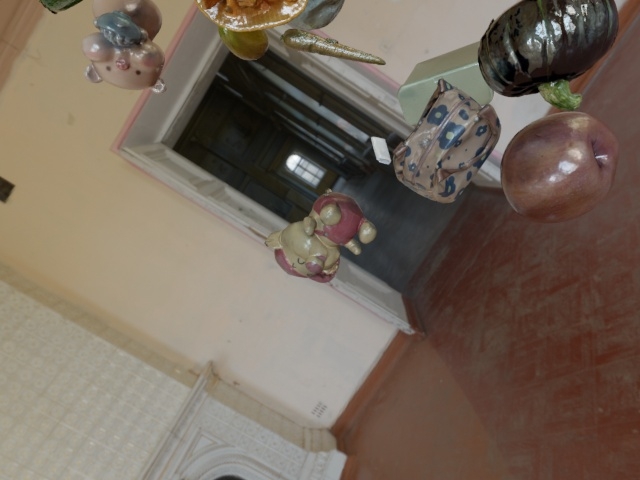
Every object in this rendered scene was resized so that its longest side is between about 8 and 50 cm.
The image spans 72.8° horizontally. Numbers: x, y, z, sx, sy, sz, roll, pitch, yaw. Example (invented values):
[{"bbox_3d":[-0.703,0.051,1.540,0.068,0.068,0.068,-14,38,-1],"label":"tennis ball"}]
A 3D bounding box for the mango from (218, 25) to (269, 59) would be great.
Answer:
[{"bbox_3d":[-0.257,-0.675,1.449,0.099,0.136,0.227,-13,6,29],"label":"mango"}]

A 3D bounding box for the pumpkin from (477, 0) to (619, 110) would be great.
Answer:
[{"bbox_3d":[0.524,-0.431,1.021,0.295,0.296,0.296,-57,6,10],"label":"pumpkin"}]

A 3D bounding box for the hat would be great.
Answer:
[{"bbox_3d":[-0.150,-0.527,0.795,0.233,0.244,0.233,-49,3,8],"label":"hat"}]

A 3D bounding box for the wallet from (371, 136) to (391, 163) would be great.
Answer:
[{"bbox_3d":[0.226,-0.339,1.628,0.025,0.061,0.122,126,147,-44],"label":"wallet"}]

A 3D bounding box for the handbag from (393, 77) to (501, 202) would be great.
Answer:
[{"bbox_3d":[0.289,-0.226,1.008,0.251,0.190,0.193,-57,-23,9],"label":"handbag"}]

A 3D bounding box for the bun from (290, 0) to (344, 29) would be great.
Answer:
[{"bbox_3d":[-0.020,-0.885,1.419,0.362,0.212,0.361,-17,-70,-59],"label":"bun"}]

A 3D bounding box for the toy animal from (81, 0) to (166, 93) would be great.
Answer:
[{"bbox_3d":[-0.529,-0.545,1.176,0.229,0.210,0.221,112,155,-57],"label":"toy animal"}]

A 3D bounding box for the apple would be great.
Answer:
[{"bbox_3d":[0.636,-0.193,1.154,0.235,0.306,0.305,-8,48,59],"label":"apple"}]

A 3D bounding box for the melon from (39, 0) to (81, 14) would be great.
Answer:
[{"bbox_3d":[-0.482,-0.542,0.845,0.169,0.129,0.265,-26,41,-4],"label":"melon"}]

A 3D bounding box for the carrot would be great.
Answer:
[{"bbox_3d":[0.029,-0.443,1.006,0.049,0.255,0.049,17,-90,-86],"label":"carrot"}]

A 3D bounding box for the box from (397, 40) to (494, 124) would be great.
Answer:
[{"bbox_3d":[0.535,-0.664,1.817,0.352,0.177,0.343,-10,32,30],"label":"box"}]

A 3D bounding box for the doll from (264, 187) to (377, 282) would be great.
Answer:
[{"bbox_3d":[-0.001,0.002,1.065,0.256,0.196,0.152,-41,9,30],"label":"doll"}]
